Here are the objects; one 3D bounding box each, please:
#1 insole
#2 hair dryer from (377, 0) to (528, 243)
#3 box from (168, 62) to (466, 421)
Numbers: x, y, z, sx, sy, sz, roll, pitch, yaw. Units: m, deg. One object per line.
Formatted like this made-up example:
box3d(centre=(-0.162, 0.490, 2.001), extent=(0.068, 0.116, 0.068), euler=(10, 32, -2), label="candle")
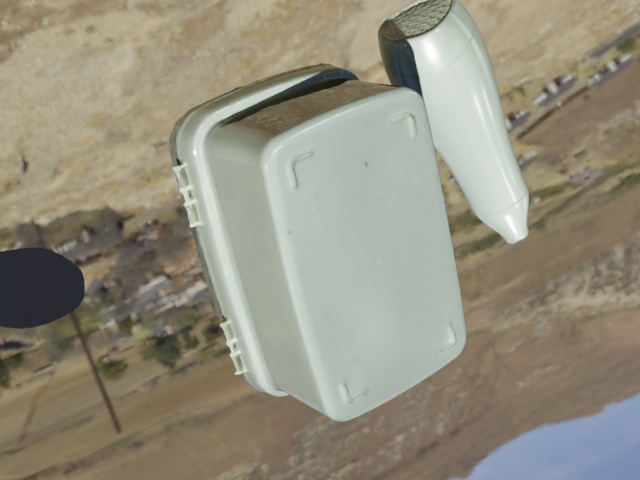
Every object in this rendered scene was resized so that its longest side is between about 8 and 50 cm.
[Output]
box3d(centre=(-0.336, 0.050, 0.857), extent=(0.005, 0.086, 0.253), euler=(8, -174, 35), label="insole")
box3d(centre=(0.105, -0.131, 0.749), extent=(0.075, 0.206, 0.237), euler=(-26, -149, 9), label="hair dryer")
box3d(centre=(0.000, 0.000, 0.559), extent=(0.148, 0.210, 0.129), euler=(-25, -155, -27), label="box")
